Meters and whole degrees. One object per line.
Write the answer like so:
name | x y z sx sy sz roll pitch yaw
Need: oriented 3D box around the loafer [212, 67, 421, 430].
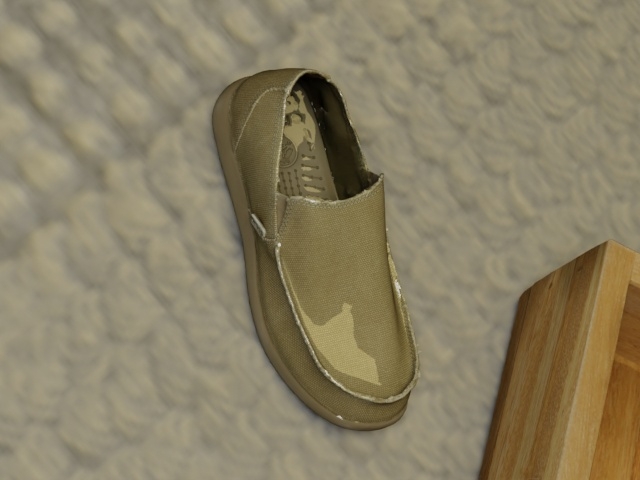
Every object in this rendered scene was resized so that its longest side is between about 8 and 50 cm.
loafer | 0.000 0.000 0.740 0.056 0.050 0.148 -16 79 -32

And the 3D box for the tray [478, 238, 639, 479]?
tray | 0.130 0.226 0.707 0.203 0.076 0.411 26 60 -17
